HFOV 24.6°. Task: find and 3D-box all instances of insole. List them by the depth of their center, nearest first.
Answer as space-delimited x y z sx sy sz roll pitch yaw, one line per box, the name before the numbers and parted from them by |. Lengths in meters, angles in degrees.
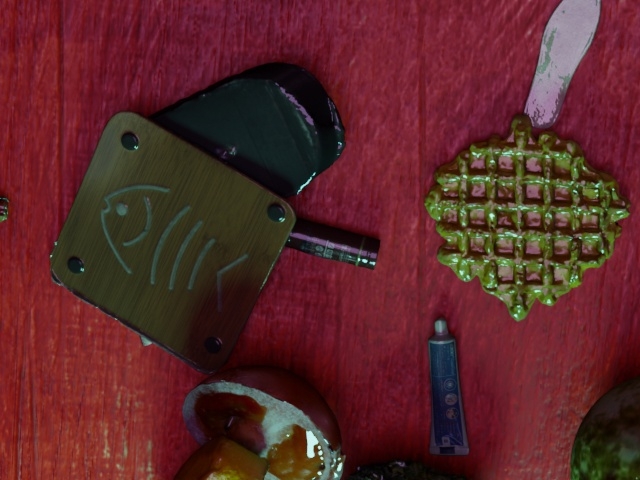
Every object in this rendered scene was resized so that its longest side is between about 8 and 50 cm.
insole | 0.307 -0.235 1.881 0.063 0.010 0.192 19 103 2

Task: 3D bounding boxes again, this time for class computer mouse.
computer mouse | -0.107 -0.129 1.914 0.295 0.087 0.168 -18 106 23

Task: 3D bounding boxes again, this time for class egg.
egg | 0.438 0.309 1.871 0.238 0.238 0.289 0 114 6

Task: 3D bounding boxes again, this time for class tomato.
tomato | -0.059 0.230 1.950 0.228 0.112 0.199 34 138 -4

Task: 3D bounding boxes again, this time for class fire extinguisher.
fire extinguisher | 0.000 0.000 1.948 0.158 0.043 0.064 15 146 3

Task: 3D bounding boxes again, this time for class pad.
pad | -0.202 0.003 1.940 0.284 0.018 0.286 31 115 7

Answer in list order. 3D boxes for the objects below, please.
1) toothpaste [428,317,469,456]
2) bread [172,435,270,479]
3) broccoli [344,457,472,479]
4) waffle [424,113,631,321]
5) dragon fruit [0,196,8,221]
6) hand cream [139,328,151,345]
toothpaste | 0.168 0.198 1.978 0.057 0.035 0.197 -1 105 15
bread | -0.153 0.343 1.961 0.094 0.102 0.245 31 145 -5
broccoli | 0.104 0.382 1.949 0.176 0.226 0.198 29 123 43
waffle | 0.261 -0.032 1.906 0.243 0.059 0.238 -42 95 14
dragon fruit | -0.478 -0.036 1.974 0.116 0.086 0.081 -10 63 0
hand cream | -0.190 0.096 1.994 0.143 0.039 0.061 -19 101 15
